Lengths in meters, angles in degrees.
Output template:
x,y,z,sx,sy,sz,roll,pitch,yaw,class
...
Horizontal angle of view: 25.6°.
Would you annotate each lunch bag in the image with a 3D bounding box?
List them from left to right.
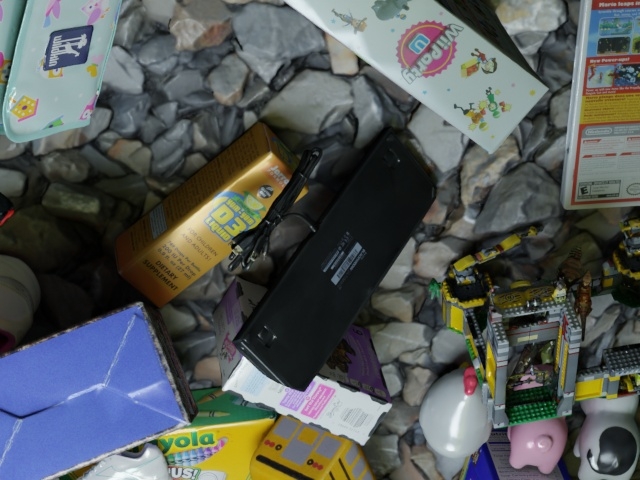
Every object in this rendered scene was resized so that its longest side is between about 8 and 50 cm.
x,y,z,sx,sy,sz,roll,pitch,yaw,class
-0.335,-0.226,1.434,0.262,0.160,0.223,7,120,-21,lunch bag

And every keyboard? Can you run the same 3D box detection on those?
x,y,z,sx,sy,sz,roll,pitch,yaw,class
0.000,0.000,1.592,0.201,0.033,0.317,49,66,-33,keyboard

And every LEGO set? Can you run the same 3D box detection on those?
x,y,z,sx,sy,sz,roll,pitch,yaw,class
0.296,0.067,1.650,0.331,0.255,0.192,-3,137,1,LEGO set

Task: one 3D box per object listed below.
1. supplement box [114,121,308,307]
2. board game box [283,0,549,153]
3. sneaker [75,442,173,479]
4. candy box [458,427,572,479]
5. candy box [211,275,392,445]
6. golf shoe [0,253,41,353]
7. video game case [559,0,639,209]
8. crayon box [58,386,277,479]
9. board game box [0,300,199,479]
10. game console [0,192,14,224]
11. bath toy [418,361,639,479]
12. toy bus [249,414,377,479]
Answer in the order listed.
x,y,z,sx,sy,sz,roll,pitch,yaw,class
-0.128,-0.029,1.628,0.233,0.080,0.078,-39,121,11,supplement box
0.071,-0.246,1.446,0.303,0.224,0.097,32,110,-23,board game box
-0.260,0.286,1.717,0.152,0.054,0.061,-15,106,-3,sneaker
0.255,0.440,1.824,0.122,0.317,0.268,5,118,-10,candy box
-0.026,0.143,1.693,0.196,0.165,0.070,24,113,-21,candy box
-0.478,0.088,1.607,0.306,0.140,0.115,-7,123,-3,golf shoe
0.395,-0.170,1.657,0.204,0.025,0.285,-3,121,-7,video game case
-0.192,0.283,1.798,0.278,0.081,0.165,-6,121,-5,crayon box
-0.271,0.177,1.574,0.232,0.291,0.141,-21,87,-5,board game box
-0.537,-0.109,1.421,0.342,0.060,0.386,-17,131,42,game console
0.303,0.220,1.808,0.348,0.151,0.129,8,129,-5,bath toy
0.015,0.359,1.814,0.130,0.108,0.333,-54,143,-25,toy bus
